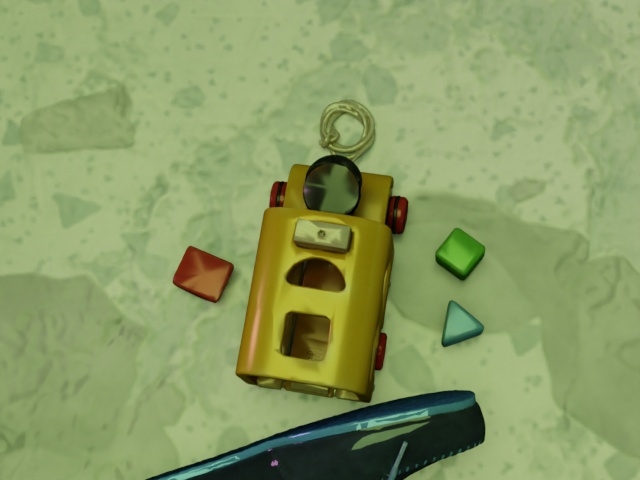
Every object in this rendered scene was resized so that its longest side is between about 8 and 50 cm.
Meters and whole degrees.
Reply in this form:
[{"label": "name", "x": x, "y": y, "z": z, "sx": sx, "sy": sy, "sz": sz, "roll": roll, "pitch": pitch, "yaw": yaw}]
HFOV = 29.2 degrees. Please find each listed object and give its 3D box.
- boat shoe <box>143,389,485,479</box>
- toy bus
[{"label": "boat shoe", "x": -0.007, "y": 0.170, "z": 0.822, "sx": 0.258, "sy": 0.109, "sz": 0.089, "roll": -20, "pitch": 84, "yaw": 16}, {"label": "toy bus", "x": 0.003, "y": 0.012, "z": 0.837, "sx": 0.191, "sy": 0.104, "sz": 0.202, "roll": -37, "pitch": 77, "yaw": -4}]
